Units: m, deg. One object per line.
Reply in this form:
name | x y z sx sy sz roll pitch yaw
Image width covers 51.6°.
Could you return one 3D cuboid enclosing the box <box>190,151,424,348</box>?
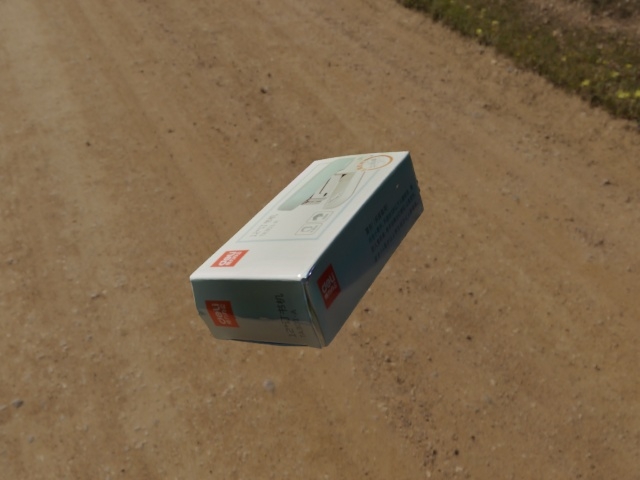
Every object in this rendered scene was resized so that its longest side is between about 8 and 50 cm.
box | 0.000 0.000 0.679 0.135 0.079 0.269 -2 30 33
